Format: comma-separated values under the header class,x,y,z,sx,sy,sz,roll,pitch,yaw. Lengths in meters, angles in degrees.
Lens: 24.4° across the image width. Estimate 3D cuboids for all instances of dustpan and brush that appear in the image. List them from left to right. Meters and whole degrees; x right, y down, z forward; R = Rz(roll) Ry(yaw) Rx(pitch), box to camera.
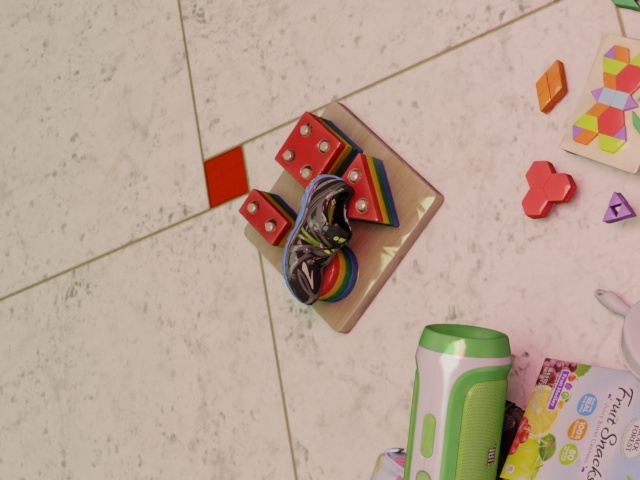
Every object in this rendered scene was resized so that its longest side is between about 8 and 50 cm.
class,x,y,z,sx,sy,sz,roll,pitch,yaw
dustpan and brush,0.414,0.103,1.865,0.147,0.060,0.211,-32,45,-15

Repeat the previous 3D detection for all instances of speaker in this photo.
class,x,y,z,sx,sy,sz,roll,pitch,yaw
speaker,0.171,0.261,1.892,0.131,0.131,0.296,11,98,38

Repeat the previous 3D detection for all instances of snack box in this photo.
class,x,y,z,sx,sy,sz,roll,pitch,yaw
snack box,0.349,0.248,1.849,0.207,0.070,0.174,6,66,44

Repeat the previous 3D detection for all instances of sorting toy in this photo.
class,x,y,z,sx,sy,sz,roll,pitch,yaw
sorting toy,0.010,-0.041,2.191,0.255,0.089,0.257,45,108,33

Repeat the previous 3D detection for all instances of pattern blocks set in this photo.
class,x,y,z,sx,sy,sz,roll,pitch,yaw
pattern blocks set,0.394,-0.181,1.941,0.285,0.026,0.325,4,78,45

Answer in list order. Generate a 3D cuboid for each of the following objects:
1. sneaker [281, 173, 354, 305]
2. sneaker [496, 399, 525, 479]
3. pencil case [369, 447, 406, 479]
class,x,y,z,sx,sy,sz,roll,pitch,yaw
sneaker,0.000,0.000,2.091,0.078,0.067,0.188,15,88,43
sneaker,0.223,0.216,1.988,0.130,0.087,0.227,-24,71,30
pencil case,0.085,0.424,2.032,0.124,0.113,0.273,32,100,36
